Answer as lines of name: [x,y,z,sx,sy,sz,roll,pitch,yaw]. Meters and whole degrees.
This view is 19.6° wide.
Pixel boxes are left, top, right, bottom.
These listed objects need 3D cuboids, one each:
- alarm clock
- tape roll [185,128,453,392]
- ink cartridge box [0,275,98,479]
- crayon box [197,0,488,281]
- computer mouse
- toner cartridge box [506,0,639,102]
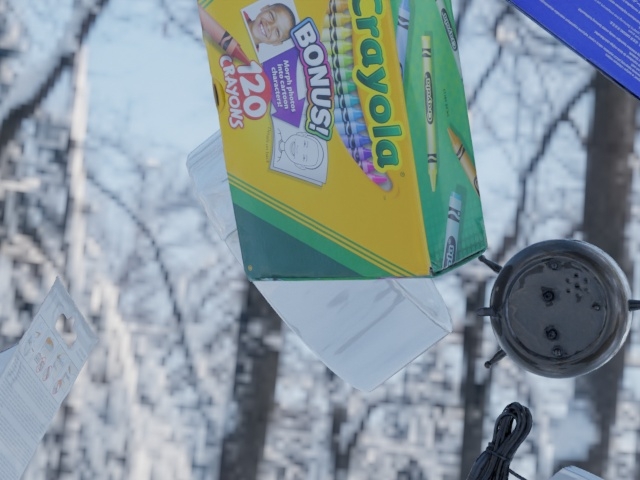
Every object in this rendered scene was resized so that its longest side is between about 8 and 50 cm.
alarm clock: [0.241,0.061,1.716,0.192,0.129,0.064,-4,-2,12]
tape roll: [0.000,0.000,1.724,0.100,0.286,0.286,-37,-25,10]
ink cartridge box: [-0.311,0.155,1.833,0.056,0.225,0.181,20,-20,14]
crayon box: [0.011,-0.114,1.307,0.165,0.278,0.081,-2,13,37]
computer mouse: [0.212,0.219,1.501,0.193,0.106,0.042,28,-5,5]
toner cartridge box: [0.296,-0.170,1.421,0.348,0.165,0.075,36,10,-12]
